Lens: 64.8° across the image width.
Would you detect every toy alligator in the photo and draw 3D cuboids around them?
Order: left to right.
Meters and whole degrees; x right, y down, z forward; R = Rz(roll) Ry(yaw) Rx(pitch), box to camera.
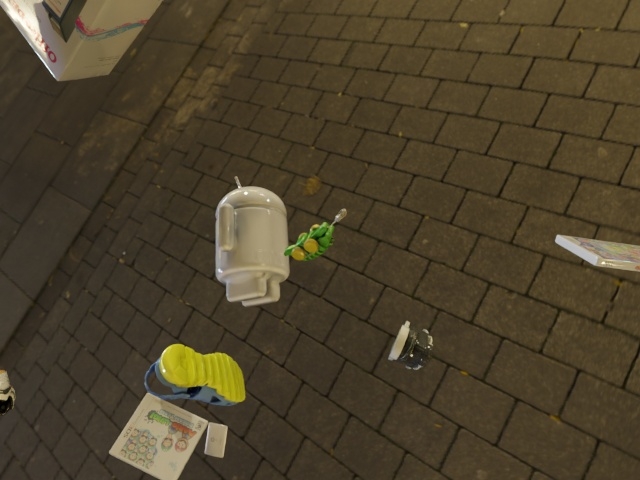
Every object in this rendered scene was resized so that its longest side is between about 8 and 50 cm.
[{"bbox_3d":[0.000,0.000,1.004,0.190,0.051,0.056,-33,24,39],"label":"toy alligator"}]

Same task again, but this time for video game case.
[{"bbox_3d":[-0.349,0.428,1.095,0.157,0.019,0.143,22,55,8],"label":"video game case"},{"bbox_3d":[0.337,0.017,0.554,0.122,0.087,0.011,7,106,-4],"label":"video game case"}]

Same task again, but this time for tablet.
[{"bbox_3d":[-0.278,0.530,1.338,0.054,0.006,0.083,7,86,13],"label":"tablet"}]

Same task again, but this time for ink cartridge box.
[{"bbox_3d":[-0.278,-0.316,0.590,0.212,0.093,0.154,-31,96,37],"label":"ink cartridge box"}]

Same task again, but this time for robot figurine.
[{"bbox_3d":[-0.189,0.001,1.400,0.200,0.300,0.353,-12,69,19],"label":"robot figurine"}]

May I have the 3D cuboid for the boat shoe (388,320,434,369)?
[{"bbox_3d":[0.227,0.268,1.251,0.091,0.302,0.114,24,91,12],"label":"boat shoe"}]

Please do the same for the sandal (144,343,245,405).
[{"bbox_3d":[-0.311,0.348,1.260,0.138,0.317,0.126,-29,50,18],"label":"sandal"}]

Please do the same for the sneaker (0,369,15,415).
[{"bbox_3d":[-0.332,0.166,0.518,0.037,0.032,0.083,59,147,23],"label":"sneaker"}]
